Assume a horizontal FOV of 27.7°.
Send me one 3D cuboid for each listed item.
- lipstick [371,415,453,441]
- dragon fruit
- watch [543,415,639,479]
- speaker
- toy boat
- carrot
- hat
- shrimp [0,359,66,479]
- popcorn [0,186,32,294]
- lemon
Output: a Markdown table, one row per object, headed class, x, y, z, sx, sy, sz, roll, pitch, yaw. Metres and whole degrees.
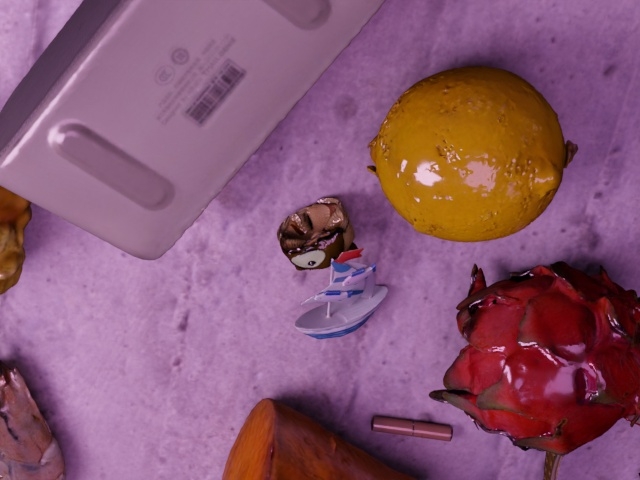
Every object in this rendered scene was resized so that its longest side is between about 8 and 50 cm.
| class | x | y | z | sx | sy | sz | roll | pitch | yaw |
| --- | --- | --- | --- | --- | --- | --- | --- | --- | --- |
| lipstick | 0.105 | 0.216 | 1.489 | 0.094 | 0.019 | 0.019 | 9 | 115 | -7 |
| dragon fruit | 0.231 | 0.126 | 1.363 | 0.274 | 0.193 | 0.192 | -23 | 122 | 18 |
| watch | 0.341 | 0.259 | 1.495 | 0.164 | 0.102 | 0.268 | 0 | 124 | -5 |
| speaker | -0.119 | -0.180 | 1.198 | 0.184 | 0.183 | 0.406 | 34 | 109 | -24 |
| toy boat | 0.031 | 0.051 | 1.376 | 0.105 | 0.034 | 0.149 | -6 | 138 | -33 |
| carrot | 0.022 | 0.303 | 1.437 | 0.254 | 0.196 | 0.196 | 21 | 113 | -18 |
| hat | 0.000 | 0.000 | 1.347 | 0.077 | 0.076 | 0.059 | -27 | 127 | 4 |
| shrimp | -0.371 | 0.207 | 1.435 | 0.145 | 0.059 | 0.254 | -12 | 121 | 13 |
| popcorn | -0.366 | 0.002 | 1.263 | 0.155 | 0.197 | 0.198 | 23 | 116 | 20 |
| lemon | 0.141 | -0.084 | 1.264 | 0.206 | 0.173 | 0.173 | -1 | 118 | 23 |
